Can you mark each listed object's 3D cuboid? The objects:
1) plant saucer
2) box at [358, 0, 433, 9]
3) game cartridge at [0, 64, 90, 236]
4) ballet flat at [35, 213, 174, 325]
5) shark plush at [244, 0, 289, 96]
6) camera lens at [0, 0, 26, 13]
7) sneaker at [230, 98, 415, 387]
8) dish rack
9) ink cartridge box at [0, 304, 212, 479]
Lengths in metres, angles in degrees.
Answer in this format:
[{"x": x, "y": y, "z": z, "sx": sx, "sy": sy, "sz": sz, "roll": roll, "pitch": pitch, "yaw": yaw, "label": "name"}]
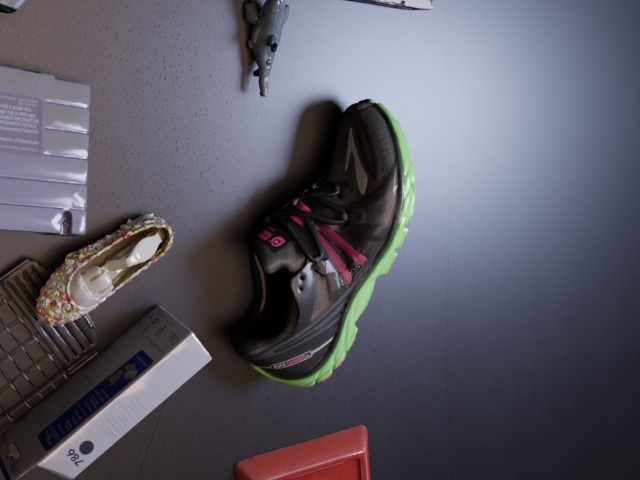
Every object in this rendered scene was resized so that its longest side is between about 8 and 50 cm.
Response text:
[{"x": -0.012, "y": 0.481, "z": 1.811, "sx": 0.258, "sy": 0.047, "sz": 0.259, "roll": -12, "pitch": 105, "yaw": -24, "label": "plant saucer"}, {"x": 0.055, "y": -0.525, "z": 1.608, "sx": 0.293, "sy": 0.073, "sz": 0.296, "roll": 1, "pitch": 101, "yaw": -26, "label": "box"}, {"x": -0.479, "y": -0.128, "z": 1.376, "sx": 0.355, "sy": 0.068, "sz": 0.230, "roll": 5, "pitch": 81, "yaw": -41, "label": "game cartridge"}, {"x": -0.312, "y": 0.038, "z": 1.517, "sx": 0.241, "sy": 0.077, "sz": 0.091, "roll": -43, "pitch": 116, "yaw": -28, "label": "ballet flat"}, {"x": -0.087, "y": -0.306, "z": 1.587, "sx": 0.073, "sy": 0.067, "sz": 0.161, "roll": 14, "pitch": 98, "yaw": -29, "label": "shark plush"}, {"x": -0.456, "y": -0.431, "z": 1.289, "sx": 0.219, "sy": 0.219, "sz": 0.274, "roll": 11, "pitch": 96, "yaw": -28, "label": "camera lens"}, {"x": 0.000, "y": 0.000, "z": 1.634, "sx": 0.202, "sy": 0.185, "sz": 0.483, "roll": 19, "pitch": 91, "yaw": -32, "label": "sneaker"}, {"x": -0.464, "y": 0.169, "z": 1.502, "sx": 0.271, "sy": 0.074, "sz": 0.208, "roll": -38, "pitch": 116, "yaw": -15, "label": "dish rack"}, {"x": -0.328, "y": 0.240, "z": 1.533, "sx": 0.332, "sy": 0.165, "sz": 0.065, "roll": -39, "pitch": 116, "yaw": -13, "label": "ink cartridge box"}]
